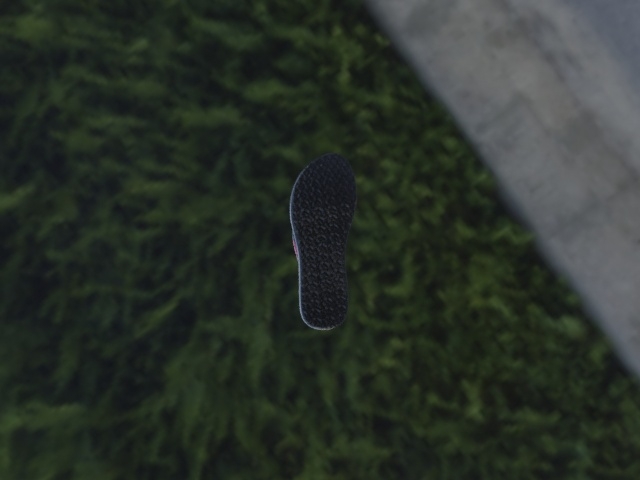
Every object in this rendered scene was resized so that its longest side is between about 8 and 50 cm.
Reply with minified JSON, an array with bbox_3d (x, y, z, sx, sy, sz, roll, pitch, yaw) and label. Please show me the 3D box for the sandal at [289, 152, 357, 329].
[{"bbox_3d":[0.000,0.000,1.367,0.040,0.067,0.179,-133,45,-79],"label":"sandal"}]
